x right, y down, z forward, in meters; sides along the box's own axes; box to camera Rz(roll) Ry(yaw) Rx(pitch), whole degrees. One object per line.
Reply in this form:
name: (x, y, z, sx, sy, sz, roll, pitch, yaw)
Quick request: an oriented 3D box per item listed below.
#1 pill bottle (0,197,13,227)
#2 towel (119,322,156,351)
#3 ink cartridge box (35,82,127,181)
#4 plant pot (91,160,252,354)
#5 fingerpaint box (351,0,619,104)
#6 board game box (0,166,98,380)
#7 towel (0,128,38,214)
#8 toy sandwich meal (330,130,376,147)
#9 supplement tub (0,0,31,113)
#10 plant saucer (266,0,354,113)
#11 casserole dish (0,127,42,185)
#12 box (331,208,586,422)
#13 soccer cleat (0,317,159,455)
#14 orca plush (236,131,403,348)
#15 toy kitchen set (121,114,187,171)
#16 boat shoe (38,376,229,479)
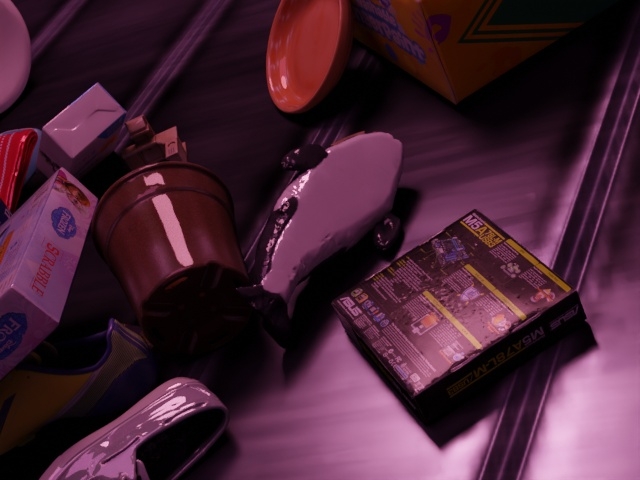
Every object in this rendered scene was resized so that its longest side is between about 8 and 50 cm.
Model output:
pill bottle: (-0.451, -0.017, 1.473, 0.123, 0.219, 0.122, -18, 36, 13)
towel: (-0.216, 0.118, 1.330, 0.083, 0.009, 0.060, 4, 46, 37)
ink cartridge box: (-0.337, -0.134, 1.643, 0.104, 0.061, 0.181, -45, 0, -24)
plant pot: (-0.153, 0.026, 1.286, 0.167, 0.167, 0.165, -28, 42, -1)
fingerpaint box: (0.201, -0.403, 1.584, 0.371, 0.163, 0.445, -33, 35, -9)
board game box: (-0.388, 0.098, 1.284, 0.318, 0.066, 0.318, -41, 20, 15)
towel: (-0.540, -0.062, 1.707, 0.275, 0.031, 0.198, -8, 57, 27)
toy sandwich meal: (0.043, -0.111, 1.412, 0.086, 0.029, 0.085, -24, 9, 4)
supplement tub: (-0.673, -0.324, 1.998, 0.325, 0.235, 0.235, 10, 49, 41)
plant saucer: (-0.011, -0.265, 1.572, 0.200, 0.037, 0.199, -26, 60, 55)
casserole dish: (-0.481, -0.112, 1.775, 0.114, 0.037, 0.188, -4, 42, 31)
box: (0.128, 0.066, 1.140, 0.184, 0.045, 0.190, -31, 34, -9)
soccer cleat: (-0.312, 0.156, 1.247, 0.289, 0.121, 0.093, -19, 36, 12)
orca plush: (0.000, 0.000, 1.303, 0.151, 0.102, 0.287, 24, 57, -6)
toy kitchen set: (-0.233, -0.123, 1.597, 0.083, 0.068, 0.075, -23, 35, 6)
boat shoe: (-0.182, 0.218, 1.119, 0.227, 0.079, 0.081, -40, 32, -23)
